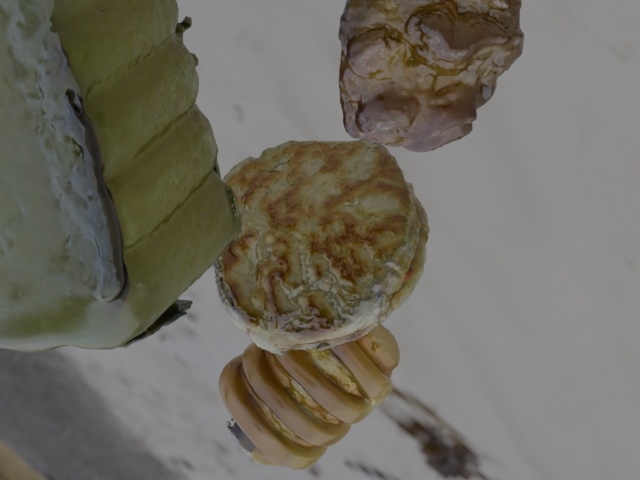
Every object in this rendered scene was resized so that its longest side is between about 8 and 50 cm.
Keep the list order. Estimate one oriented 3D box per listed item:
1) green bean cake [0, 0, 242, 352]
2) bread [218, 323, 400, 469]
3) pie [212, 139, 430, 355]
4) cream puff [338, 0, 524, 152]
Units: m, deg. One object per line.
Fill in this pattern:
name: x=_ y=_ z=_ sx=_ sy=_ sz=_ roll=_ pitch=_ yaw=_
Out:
green bean cake: x=-0.206 y=-0.096 z=1.189 sx=0.285 sy=0.202 sz=0.310 roll=3 pitch=115 yaw=30
bread: x=-0.012 y=0.124 z=1.642 sx=0.119 sy=0.177 sz=0.084 roll=48 pitch=-154 yaw=5
pie: x=0.000 y=0.000 z=1.546 sx=0.084 sy=0.179 sz=0.205 roll=64 pitch=-168 yaw=-47
cream puff: x=0.058 y=-0.103 z=0.956 sx=0.094 sy=0.116 sz=0.122 roll=4 pitch=128 yaw=7
